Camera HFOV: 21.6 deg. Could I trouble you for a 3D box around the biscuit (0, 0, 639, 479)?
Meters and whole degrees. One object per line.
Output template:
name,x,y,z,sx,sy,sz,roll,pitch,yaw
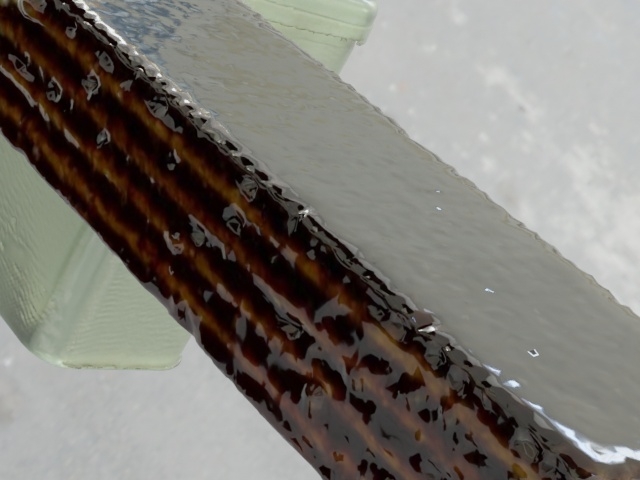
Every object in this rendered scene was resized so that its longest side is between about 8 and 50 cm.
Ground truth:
biscuit,0.000,0.000,0.597,0.107,0.073,0.388,-1,31,-39

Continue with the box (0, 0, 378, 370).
box,-0.169,-0.130,1.311,0.177,0.343,0.352,4,31,-45
